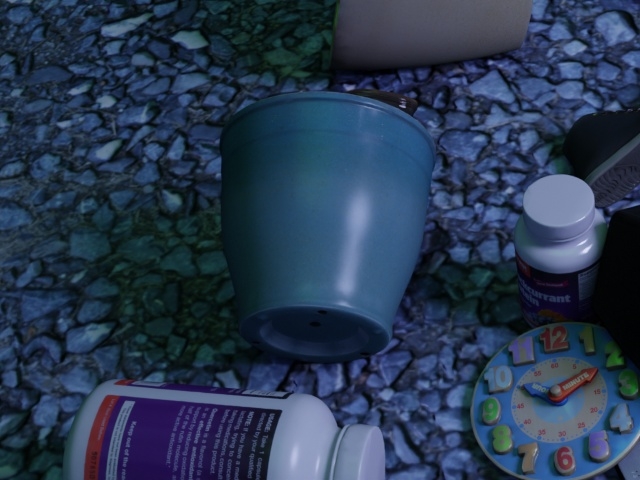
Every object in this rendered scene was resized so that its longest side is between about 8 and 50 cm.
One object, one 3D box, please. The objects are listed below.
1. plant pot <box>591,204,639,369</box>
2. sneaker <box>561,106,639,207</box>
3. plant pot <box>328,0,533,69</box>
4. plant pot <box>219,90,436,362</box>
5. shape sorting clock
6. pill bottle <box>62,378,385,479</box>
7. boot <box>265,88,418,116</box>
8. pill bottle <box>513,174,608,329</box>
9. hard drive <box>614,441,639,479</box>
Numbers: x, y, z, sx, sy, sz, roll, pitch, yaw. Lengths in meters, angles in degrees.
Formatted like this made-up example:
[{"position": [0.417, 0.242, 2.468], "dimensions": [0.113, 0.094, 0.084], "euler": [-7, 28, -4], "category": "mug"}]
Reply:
[{"position": [0.410, 0.046, 1.369], "dimensions": [0.188, 0.187, 0.167], "euler": [-15, 33, -35], "category": "plant pot"}, {"position": [0.412, -0.151, 1.598], "dimensions": [0.222, 0.083, 0.118], "euler": [-36, 41, 15], "category": "sneaker"}, {"position": [0.162, -0.356, 1.797], "dimensions": [0.274, 0.256, 0.256], "euler": [8, 49, -1], "category": "plant pot"}, {"position": [0.000, 0.000, 1.496], "dimensions": [0.271, 0.272, 0.255], "euler": [-2, 63, 12], "category": "plant pot"}, {"position": [0.267, 0.178, 1.388], "dimensions": [0.206, 0.040, 0.206], "euler": [-16, 44, 16], "category": "shape sorting clock"}, {"position": [-0.101, 0.250, 1.339], "dimensions": [0.323, 0.181, 0.181], "euler": [3, 50, 16], "category": "pill bottle"}, {"position": [0.029, -0.151, 1.754], "dimensions": [0.219, 0.082, 0.106], "euler": [-2, 71, 7], "category": "boot"}, {"position": [0.281, 0.018, 1.443], "dimensions": [0.108, 0.193, 0.108], "euler": [-7, 47, 8], "category": "pill bottle"}, {"position": [0.383, 0.218, 1.357], "dimensions": [0.135, 0.022, 0.094], "euler": [-18, 47, -3], "category": "hard drive"}]
